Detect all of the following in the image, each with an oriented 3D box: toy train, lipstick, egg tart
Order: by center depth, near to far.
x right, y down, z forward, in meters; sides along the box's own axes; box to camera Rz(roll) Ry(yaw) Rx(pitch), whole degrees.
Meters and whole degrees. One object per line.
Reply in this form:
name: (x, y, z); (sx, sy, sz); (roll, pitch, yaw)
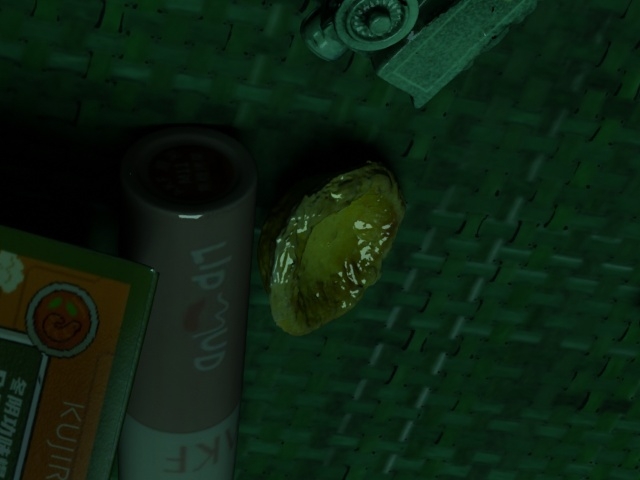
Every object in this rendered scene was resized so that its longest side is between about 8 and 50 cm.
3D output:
toy train: (0.067, -0.136, 0.788); (0.099, 0.070, 0.172); (26, 124, -37)
egg tart: (0.000, 0.000, 0.910); (0.105, 0.039, 0.105); (-37, 146, -31)
lipstick: (-0.075, 0.057, 0.949); (0.070, 0.070, 0.254); (0, 133, -7)

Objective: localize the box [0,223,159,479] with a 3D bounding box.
box: (-0.183, 0.094, 0.843); (0.148, 0.194, 0.177); (17, 168, -22)
